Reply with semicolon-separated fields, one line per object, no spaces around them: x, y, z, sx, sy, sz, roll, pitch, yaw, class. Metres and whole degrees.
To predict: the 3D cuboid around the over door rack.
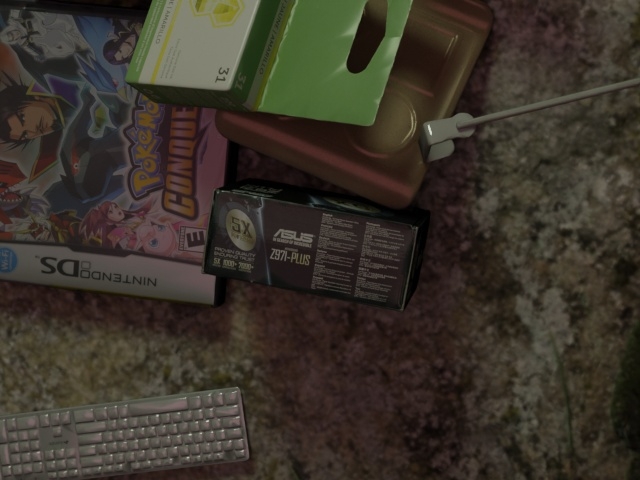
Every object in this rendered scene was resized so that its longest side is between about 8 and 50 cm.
0.202;-0.227;1.170;0.324;0.108;0.239;-17;76;8;over door rack

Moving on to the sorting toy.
0.031;-0.151;1.252;0.193;0.038;0.208;23;77;6;sorting toy

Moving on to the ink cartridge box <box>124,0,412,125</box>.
-0.042;-0.193;1.196;0.235;0.056;0.171;9;75;35;ink cartridge box

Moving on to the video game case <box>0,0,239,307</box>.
-0.202;-0.085;1.320;0.248;0.035;0.274;7;97;8;video game case

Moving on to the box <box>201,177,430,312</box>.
0.000;0.000;1.241;0.180;0.147;0.077;11;98;8;box

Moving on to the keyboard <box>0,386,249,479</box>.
-0.197;0.193;1.362;0.256;0.014;0.072;-8;95;9;keyboard
